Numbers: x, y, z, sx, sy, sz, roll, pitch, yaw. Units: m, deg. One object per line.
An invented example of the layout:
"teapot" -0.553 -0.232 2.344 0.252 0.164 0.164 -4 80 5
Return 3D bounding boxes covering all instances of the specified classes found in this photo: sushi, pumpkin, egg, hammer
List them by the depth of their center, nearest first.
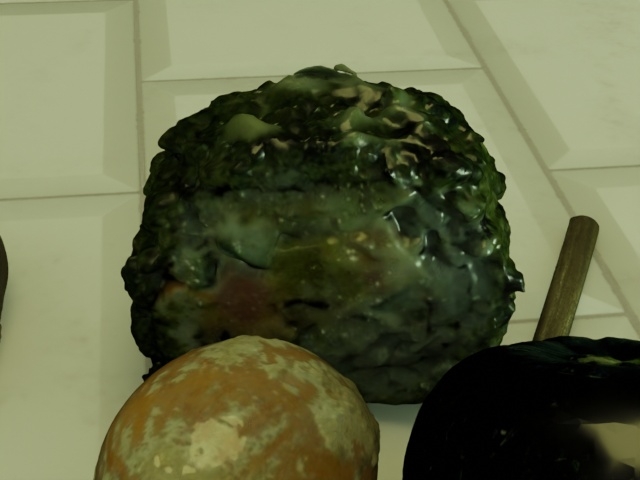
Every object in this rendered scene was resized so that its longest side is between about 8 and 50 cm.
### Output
"pumpkin" 0.203 0.190 0.798 0.315 0.238 0.315 -6 4 0
"egg" -0.062 0.171 0.842 0.203 0.203 0.245 24 17 27
"sushi" 0.000 0.000 1.012 0.352 0.294 0.178 -3 33 6
"hammer" 0.241 0.074 1.151 0.111 0.043 0.365 12 34 16

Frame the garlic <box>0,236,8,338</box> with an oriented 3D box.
"garlic" -0.444 0.033 1.095 0.325 0.132 0.279 24 32 20
